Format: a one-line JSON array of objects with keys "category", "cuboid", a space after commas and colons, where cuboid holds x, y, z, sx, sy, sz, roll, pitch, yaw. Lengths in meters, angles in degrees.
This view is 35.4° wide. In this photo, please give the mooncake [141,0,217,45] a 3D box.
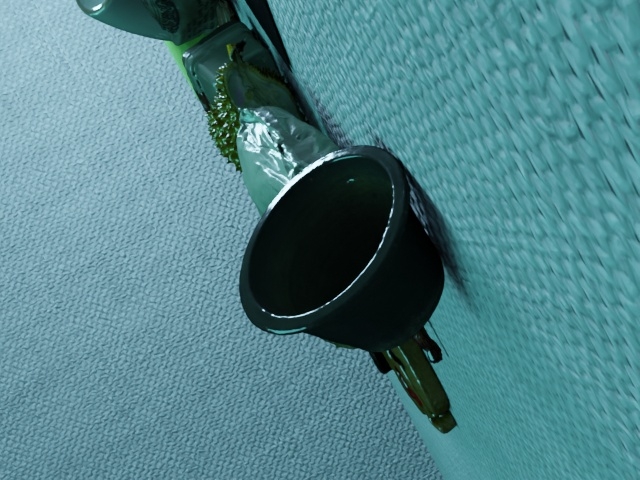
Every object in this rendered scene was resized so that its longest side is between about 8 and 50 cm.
[{"category": "mooncake", "cuboid": [-0.281, -0.501, 1.785, 0.250, 0.136, 0.254, 62, 166, 13]}]

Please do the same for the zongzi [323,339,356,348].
[{"category": "zongzi", "cuboid": [0.000, 0.000, 1.779, 0.356, 0.174, 0.392, -161, 49, -79]}]

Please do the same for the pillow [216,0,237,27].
[{"category": "pillow", "cuboid": [-0.198, -0.460, 1.962, 0.126, 0.043, 0.232, 60, 176, 29]}]

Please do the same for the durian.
[{"category": "durian", "cuboid": [-0.122, -0.204, 1.660, 0.193, 0.138, 0.237, -35, -75, -51]}]

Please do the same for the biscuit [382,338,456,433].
[{"category": "biscuit", "cuboid": [0.182, 0.263, 2.093, 0.314, 0.063, 0.367, 62, 176, 5]}]

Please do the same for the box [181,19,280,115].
[{"category": "box", "cuboid": [-0.141, -0.274, 1.795, 0.129, 0.148, 0.210, 44, 166, 41]}]

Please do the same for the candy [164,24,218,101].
[{"category": "candy", "cuboid": [-0.259, -0.444, 2.161, 0.132, 0.142, 0.343, -7, -117, -50]}]

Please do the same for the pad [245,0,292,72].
[{"category": "pad", "cuboid": [-0.117, -0.401, 1.467, 0.202, 0.005, 0.299, 60, 177, 33]}]

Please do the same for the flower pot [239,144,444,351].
[{"category": "flower pot", "cuboid": [0.041, 0.031, 1.111, 0.148, 0.235, 0.235, 40, -170, -34]}]

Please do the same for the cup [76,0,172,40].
[{"category": "cup", "cuboid": [-0.373, -0.537, 2.011, 0.234, 0.186, 0.258, -2, -109, -50]}]

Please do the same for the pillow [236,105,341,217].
[{"category": "pillow", "cuboid": [-0.009, -0.044, 1.474, 0.310, 0.138, 0.283, 41, 159, 49]}]

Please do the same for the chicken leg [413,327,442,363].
[{"category": "chicken leg", "cuboid": [0.132, 0.101, 1.549, 0.093, 0.053, 0.205, 32, 158, 54]}]

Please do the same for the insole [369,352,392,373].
[{"category": "insole", "cuboid": [0.155, 0.263, 2.307, 0.110, 0.012, 0.309, 62, -168, 5]}]
